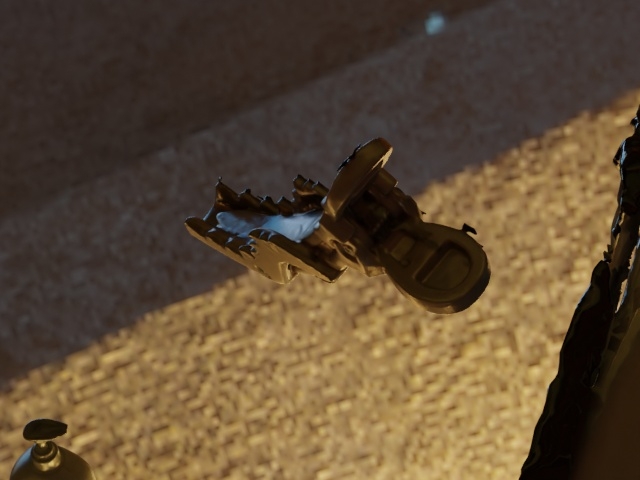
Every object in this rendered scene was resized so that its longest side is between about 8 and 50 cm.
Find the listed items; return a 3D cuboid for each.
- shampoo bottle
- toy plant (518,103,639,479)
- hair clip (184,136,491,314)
[{"bbox_3d":[-0.200,0.182,1.460,0.077,0.152,0.045,17,-124,20],"label":"shampoo bottle"},{"bbox_3d":[0.236,0.103,0.686,0.332,0.247,0.247,16,-138,11],"label":"toy plant"},{"bbox_3d":[0.000,0.000,0.775,0.034,0.072,0.226,-50,-168,-15],"label":"hair clip"}]
